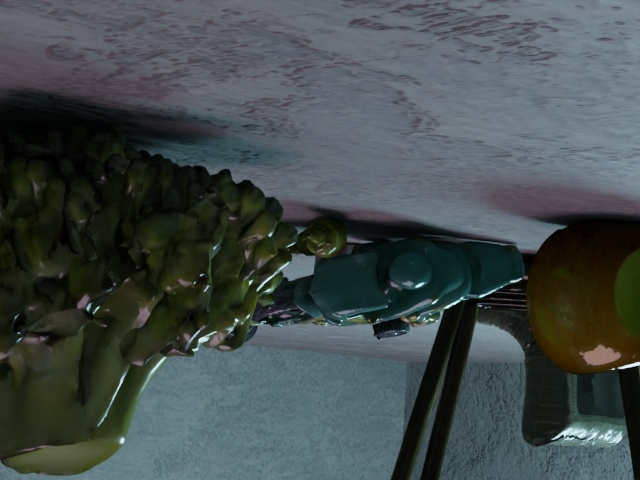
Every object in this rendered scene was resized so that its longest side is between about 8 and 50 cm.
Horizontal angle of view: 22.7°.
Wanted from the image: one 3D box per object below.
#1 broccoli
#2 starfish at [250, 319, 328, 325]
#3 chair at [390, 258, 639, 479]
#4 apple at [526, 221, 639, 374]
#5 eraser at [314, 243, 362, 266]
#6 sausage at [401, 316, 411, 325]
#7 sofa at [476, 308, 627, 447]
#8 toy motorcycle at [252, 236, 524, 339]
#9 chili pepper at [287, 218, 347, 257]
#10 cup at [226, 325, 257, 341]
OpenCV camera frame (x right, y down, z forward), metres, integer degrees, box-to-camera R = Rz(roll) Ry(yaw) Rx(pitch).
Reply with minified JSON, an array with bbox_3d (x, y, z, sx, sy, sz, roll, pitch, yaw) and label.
[{"bbox_3d":[-0.190,0.018,1.237,0.324,0.272,0.334,-38,153,11],"label":"broccoli"},{"bbox_3d":[-0.087,0.106,2.589,0.223,0.050,0.217,14,-177,20],"label":"starfish"},{"bbox_3d":[0.259,0.237,1.958,0.364,0.410,0.362,3,172,12],"label":"chair"},{"bbox_3d":[0.280,0.058,1.549,0.163,0.147,0.146,5,174,-25],"label":"apple"},{"bbox_3d":[0.039,0.023,1.902,0.065,0.026,0.105,9,172,-21],"label":"eraser"},{"bbox_3d":[0.081,0.103,2.493,0.145,0.050,0.048,11,-170,-21],"label":"sausage"},{"bbox_3d":[0.321,0.183,2.273,0.176,0.225,0.210,-6,171,37],"label":"sofa"},{"bbox_3d":[0.080,0.041,1.722,0.296,0.109,0.198,-6,170,-33],"label":"toy motorcycle"},{"bbox_3d":[0.001,0.000,1.666,0.043,0.049,0.208,45,173,-2],"label":"chili pepper"},{"bbox_3d":[-0.135,0.131,2.774,0.100,0.078,0.077,-29,173,-9],"label":"cup"}]
